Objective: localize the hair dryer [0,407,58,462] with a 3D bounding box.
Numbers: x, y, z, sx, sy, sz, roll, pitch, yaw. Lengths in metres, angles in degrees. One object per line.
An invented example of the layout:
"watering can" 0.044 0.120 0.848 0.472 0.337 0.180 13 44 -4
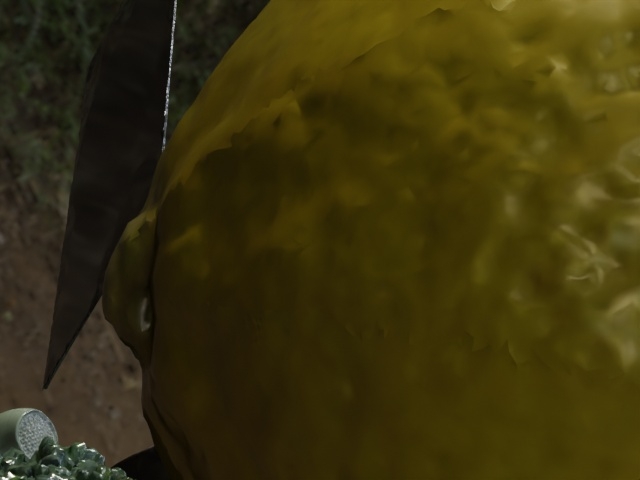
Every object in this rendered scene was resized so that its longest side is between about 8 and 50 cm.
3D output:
"hair dryer" -0.420 0.252 1.617 0.237 0.206 0.075 -15 84 -54

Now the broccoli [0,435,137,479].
"broccoli" -0.224 0.266 0.966 0.338 0.317 0.277 26 20 -33

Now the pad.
"pad" -0.164 -0.093 1.234 0.007 0.247 0.367 18 45 -19

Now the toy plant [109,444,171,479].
"toy plant" -0.083 0.272 1.233 0.235 0.218 0.175 61 -31 11

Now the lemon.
"lemon" 0.090 0.023 0.440 0.293 0.293 0.293 60 15 -28
